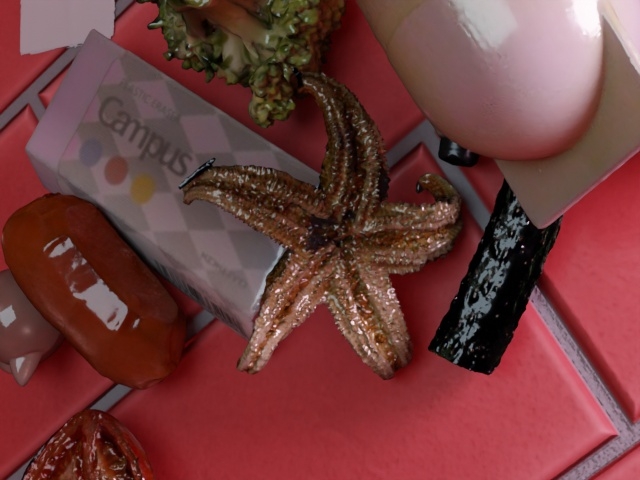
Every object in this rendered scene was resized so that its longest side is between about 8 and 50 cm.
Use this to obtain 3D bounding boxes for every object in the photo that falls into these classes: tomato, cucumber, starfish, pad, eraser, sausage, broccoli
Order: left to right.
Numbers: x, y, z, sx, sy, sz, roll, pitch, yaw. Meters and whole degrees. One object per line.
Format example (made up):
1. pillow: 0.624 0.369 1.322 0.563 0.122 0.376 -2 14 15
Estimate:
1. pad: -0.319 -0.353 1.999 0.156 0.004 0.232 -5 80 29
2. sausage: -0.258 0.058 1.806 0.133 0.133 0.258 -44 88 18
3. tomato: -0.249 0.291 1.811 0.166 0.082 0.174 -50 58 10
4. eraser: -0.165 -0.063 1.816 0.397 0.082 0.213 33 98 30
5. broccoli: -0.103 -0.256 1.716 0.247 0.243 0.263 3 89 17
6. starfish: -0.003 0.001 1.628 0.303 0.113 0.312 28 81 -11
7. cucumber: 0.200 -0.012 1.600 0.081 0.072 0.303 26 95 31

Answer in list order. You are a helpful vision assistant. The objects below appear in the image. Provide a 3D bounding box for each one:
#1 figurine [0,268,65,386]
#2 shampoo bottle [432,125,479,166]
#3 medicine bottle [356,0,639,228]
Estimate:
1. figurine: -0.355 0.094 1.891 0.125 0.125 0.138 25 79 31
2. shampoo bottle: 0.164 -0.203 1.647 0.127 0.078 0.256 9 84 27
3. medicine bottle: 0.165 -0.229 1.486 0.236 0.236 0.406 -34 77 22
